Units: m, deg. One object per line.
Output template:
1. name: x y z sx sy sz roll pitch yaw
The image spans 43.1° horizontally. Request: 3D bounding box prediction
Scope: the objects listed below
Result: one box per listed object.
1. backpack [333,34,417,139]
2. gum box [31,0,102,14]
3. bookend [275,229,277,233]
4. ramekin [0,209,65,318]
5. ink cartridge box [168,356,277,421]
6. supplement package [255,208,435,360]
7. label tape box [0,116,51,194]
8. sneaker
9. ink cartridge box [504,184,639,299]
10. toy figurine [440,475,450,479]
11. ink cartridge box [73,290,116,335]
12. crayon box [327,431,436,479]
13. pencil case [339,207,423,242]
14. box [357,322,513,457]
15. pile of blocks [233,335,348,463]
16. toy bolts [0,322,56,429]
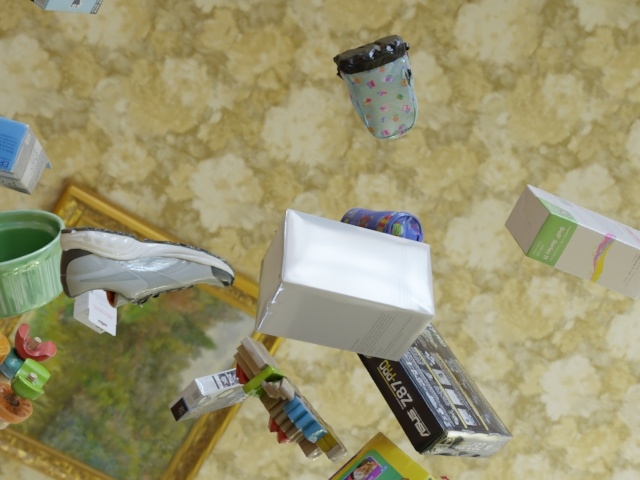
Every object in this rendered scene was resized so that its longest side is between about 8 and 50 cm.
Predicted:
1. backpack: 0.116 -0.286 1.559 0.152 0.182 0.115 -15 -154 11
2. gum box: -0.454 -0.510 1.537 0.157 0.041 0.184 -57 175 18
3. bookend: 0.000 0.000 1.910 0.156 0.157 0.072 -35 176 37
4. ramekin: -0.738 0.056 1.891 0.303 0.304 0.148 -87 173 -63
5. ink cartridge box: -0.272 0.438 2.401 0.333 0.065 0.165 -9 150 -48
6. supplement package: 0.044 0.087 1.529 0.177 0.293 0.175 120 -21 -47
7. label tape box: -0.745 -0.191 1.766 0.348 0.249 0.115 135 -30 -75
8. sneaker: -0.248 0.048 1.166 0.100 0.272 0.107 3 -96 53
9. ink cartridge box: 0.621 0.013 1.843 0.207 0.354 0.119 -93 -154 -69
10. toy figurine: 0.354 0.685 1.810 0.362 0.191 0.217 -65 -176 -35
11. ink cartridge box: -0.605 0.175 2.177 0.060 0.104 0.180 -28 -134 19
12. crayon box: 0.069 0.586 1.646 0.363 0.106 0.313 -42 -168 -8
13. pencil case: 0.167 -0.023 2.203 0.306 0.133 0.119 13 -97 65
14. box: 0.237 0.313 1.873 0.097 0.318 0.395 -48 -127 20
15. pile of blocks: -0.092 0.390 1.859 0.113 0.362 0.149 -40 180 2
16. toy bolts: -0.708 0.286 1.781 0.158 0.218 0.228 -45 -165 9
